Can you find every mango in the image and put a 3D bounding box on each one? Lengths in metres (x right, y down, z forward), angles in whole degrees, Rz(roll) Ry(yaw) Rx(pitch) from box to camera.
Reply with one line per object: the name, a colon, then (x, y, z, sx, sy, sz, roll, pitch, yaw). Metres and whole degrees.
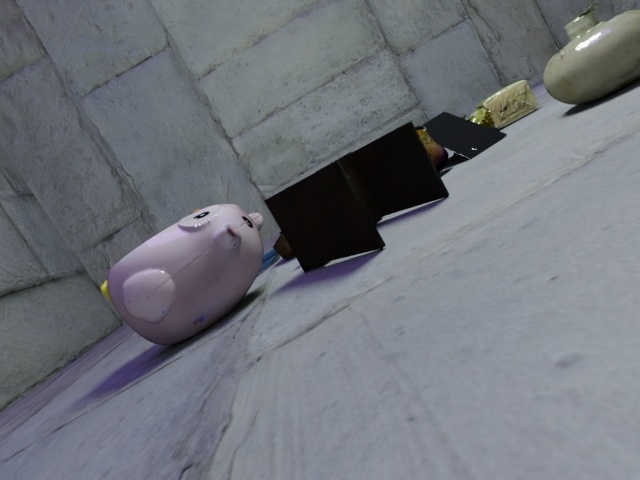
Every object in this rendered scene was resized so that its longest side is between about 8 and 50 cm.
mango: (0.246, -0.224, 1.284, 0.287, 0.152, 0.201, -32, 16, 1)

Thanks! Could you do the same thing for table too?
table: (0.075, -0.089, 0.918, 0.251, 0.196, 0.282, -34, 9, -35)

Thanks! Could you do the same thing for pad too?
pad: (0.433, -0.339, 1.343, 0.159, 0.009, 0.265, -32, 43, -15)

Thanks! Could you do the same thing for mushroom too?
mushroom: (0.644, -0.438, 0.979, 0.246, 0.202, 0.246, -25, -3, -1)

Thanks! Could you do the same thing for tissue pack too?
tissue pack: (0.696, -0.507, 1.584, 0.159, 0.125, 0.234, -28, 7, 20)

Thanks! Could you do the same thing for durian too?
durian: (0.513, -0.352, 1.421, 0.208, 0.102, 0.146, -54, 7, -3)

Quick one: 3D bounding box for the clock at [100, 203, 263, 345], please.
clock: (-0.307, 0.081, 1.057, 0.377, 0.250, 0.368, -36, 4, 13)

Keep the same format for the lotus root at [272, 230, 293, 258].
lotus root: (-0.011, -0.088, 1.430, 0.375, 0.111, 0.390, -42, 0, -9)

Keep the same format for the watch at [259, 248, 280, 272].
watch: (-0.278, 0.130, 1.425, 0.276, 0.068, 0.274, -30, 2, 8)

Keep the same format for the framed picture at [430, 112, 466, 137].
framed picture: (0.401, -0.323, 1.528, 0.209, 0.019, 0.281, -35, -15, -24)
